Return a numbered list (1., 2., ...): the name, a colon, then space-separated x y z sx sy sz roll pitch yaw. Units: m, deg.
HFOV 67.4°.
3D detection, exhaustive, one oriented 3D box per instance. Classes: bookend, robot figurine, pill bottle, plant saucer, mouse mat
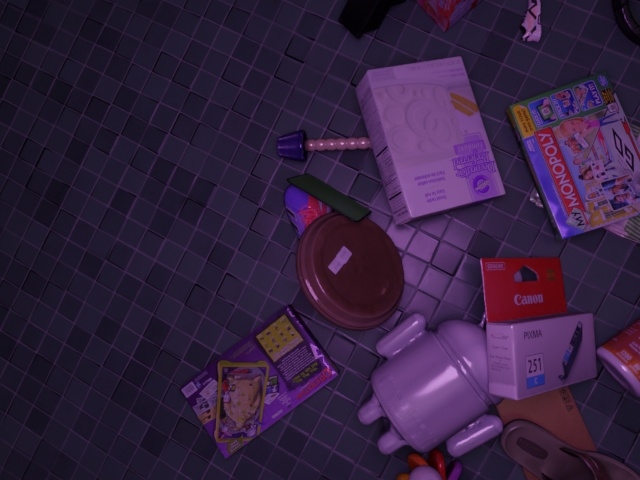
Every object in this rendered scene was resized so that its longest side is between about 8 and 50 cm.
1. bookend: 0.145 -0.581 1.142 0.072 0.156 0.157 47 51 9
2. robot figurine: 0.250 0.306 1.022 0.353 0.200 0.300 -38 82 6
3. pill bottle: 0.701 0.214 0.993 0.216 0.121 0.121 -39 82 5
4. plant saucer: 0.077 0.058 1.060 0.278 0.041 0.278 11 66 -25
5. mouse mat: 0.024 -0.102 1.108 0.189 0.152 0.007 33 111 9

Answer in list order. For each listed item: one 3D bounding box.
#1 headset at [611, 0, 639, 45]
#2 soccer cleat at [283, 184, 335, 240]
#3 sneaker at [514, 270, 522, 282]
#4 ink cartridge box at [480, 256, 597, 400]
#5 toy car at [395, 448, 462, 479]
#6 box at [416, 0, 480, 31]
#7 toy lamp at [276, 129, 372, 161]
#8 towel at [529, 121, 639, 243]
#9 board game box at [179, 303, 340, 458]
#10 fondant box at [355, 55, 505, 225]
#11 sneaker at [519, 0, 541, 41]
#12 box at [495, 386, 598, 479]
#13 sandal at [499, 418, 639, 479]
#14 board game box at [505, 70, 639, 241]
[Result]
1. headset: 0.762 -0.617 1.042 0.243 0.185 0.394 -6 101 13
2. soccer cleat: 0.000 0.000 1.121 0.108 0.116 0.318 -25 83 8
3. sneaker: 0.426 0.129 1.074 0.053 0.061 0.152 7 87 11
4. ink cartridge box: 0.447 0.162 0.970 0.296 0.066 0.261 1 85 -35
5. toy car: 0.263 0.537 1.052 0.182 0.159 0.136 29 55 10
6. box: 0.292 -0.588 1.034 0.128 0.257 0.123 -40 83 5
7. toy lamp: 0.033 -0.229 1.150 0.274 0.080 0.080 1 87 9
8. towel: 0.668 -0.135 1.062 0.325 0.038 0.248 24 90 12
9. board game box: -0.150 0.340 1.166 0.347 0.056 0.208 -38 78 6
10. fondant box: 0.240 -0.222 1.063 0.238 0.096 0.330 -14 85 -16
11. sneaker: 0.484 -0.513 1.108 0.043 0.040 0.109 -2 86 11
12. box: 0.499 0.419 1.066 0.164 0.021 0.201 -23 84 8
13. sandal: 0.525 0.486 1.002 0.302 0.086 0.120 23 91 10
14. board game box: 0.566 -0.182 1.043 0.213 0.046 0.317 -19 81 7
